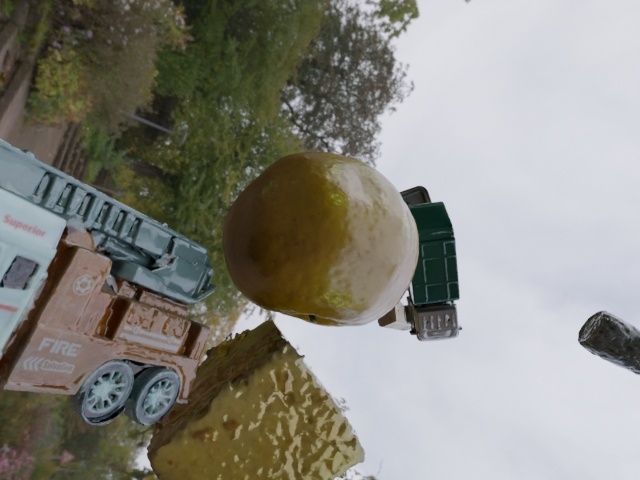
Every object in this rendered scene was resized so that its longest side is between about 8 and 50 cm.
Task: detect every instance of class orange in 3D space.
[{"bbox_3d":[0.000,0.000,0.594,0.279,0.279,0.235,-15,-122,52],"label":"orange"}]

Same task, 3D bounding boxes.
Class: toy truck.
[{"bbox_3d":[-0.228,0.033,0.341,0.132,0.338,0.185,13,-108,28],"label":"toy truck"},{"bbox_3d":[0.200,0.058,0.763,0.124,0.114,0.254,-64,147,-79],"label":"toy truck"}]

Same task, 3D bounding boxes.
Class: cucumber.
[{"bbox_3d":[0.429,0.149,0.580,0.064,0.111,0.064,-58,168,-19],"label":"cucumber"}]

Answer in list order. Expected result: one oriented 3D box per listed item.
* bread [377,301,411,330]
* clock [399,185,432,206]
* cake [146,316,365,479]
[{"bbox_3d":[0.255,0.238,1.377,0.077,0.152,0.105,-23,-119,36],"label":"bread"},{"bbox_3d":[0.272,-0.022,1.417,0.278,0.049,0.274,-18,-90,7],"label":"clock"},{"bbox_3d":[-0.097,0.271,0.641,0.222,0.227,0.286,-36,-171,-12],"label":"cake"}]
